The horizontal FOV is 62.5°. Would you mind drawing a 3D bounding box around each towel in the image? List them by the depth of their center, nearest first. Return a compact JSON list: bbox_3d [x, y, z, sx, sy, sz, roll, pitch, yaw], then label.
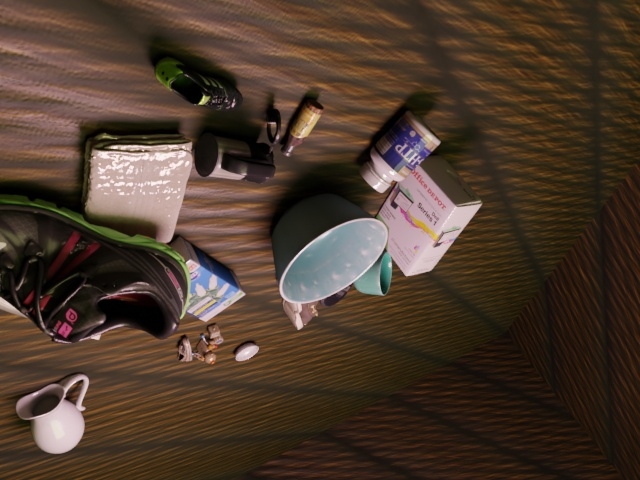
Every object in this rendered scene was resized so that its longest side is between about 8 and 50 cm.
[{"bbox_3d":[-0.352,-0.085,0.994,0.187,0.049,0.282,-8,142,-36],"label":"towel"}]

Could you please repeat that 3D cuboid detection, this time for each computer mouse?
[{"bbox_3d":[0.080,0.086,1.652,0.272,0.072,0.188,-50,147,3],"label":"computer mouse"}]

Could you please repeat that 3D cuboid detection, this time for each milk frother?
[{"bbox_3d":[-0.150,-0.187,1.013,0.134,0.129,0.143,1,93,-45],"label":"milk frother"}]

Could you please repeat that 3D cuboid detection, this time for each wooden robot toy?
[{"bbox_3d":[-0.327,0.330,1.587,0.076,0.079,0.173,-2,138,-42],"label":"wooden robot toy"}]

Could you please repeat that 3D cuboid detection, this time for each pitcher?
[{"bbox_3d":[-0.683,0.458,1.402,0.177,0.125,0.207,-33,143,-33],"label":"pitcher"}]

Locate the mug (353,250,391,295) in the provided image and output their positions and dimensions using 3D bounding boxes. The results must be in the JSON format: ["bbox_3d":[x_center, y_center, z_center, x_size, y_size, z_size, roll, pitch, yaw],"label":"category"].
[{"bbox_3d":[0.149,0.105,1.566,0.129,0.097,0.158,-50,139,-54],"label":"mug"}]

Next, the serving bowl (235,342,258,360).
[{"bbox_3d":[-0.251,0.368,1.768,0.083,0.027,0.083,-25,149,-16],"label":"serving bowl"}]

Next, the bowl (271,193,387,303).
[{"bbox_3d":[0.000,0.000,1.343,0.311,0.163,0.312,-24,149,-15],"label":"bowl"}]

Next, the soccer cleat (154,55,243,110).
[{"bbox_3d":[-0.196,-0.247,0.883,0.060,0.072,0.178,-47,148,22],"label":"soccer cleat"}]

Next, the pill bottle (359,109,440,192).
[{"bbox_3d":[0.186,-0.209,1.273,0.187,0.112,0.112,-46,148,20],"label":"pill bottle"}]

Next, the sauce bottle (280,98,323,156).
[{"bbox_3d":[-0.041,-0.230,1.090,0.042,0.042,0.128,0,134,-45],"label":"sauce bottle"}]

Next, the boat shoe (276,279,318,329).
[{"bbox_3d":[-0.058,0.170,1.589,0.096,0.117,0.324,-31,154,-15],"label":"boat shoe"}]

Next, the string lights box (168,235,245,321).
[{"bbox_3d":[-0.307,0.100,1.274,0.133,0.077,0.260,-35,150,5],"label":"string lights box"}]

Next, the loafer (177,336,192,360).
[{"bbox_3d":[-0.400,0.325,1.547,0.039,0.045,0.125,-14,148,-19],"label":"loafer"}]

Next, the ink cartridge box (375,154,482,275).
[{"bbox_3d":[0.286,-0.070,1.481,0.117,0.201,0.278,-9,142,-37],"label":"ink cartridge box"}]

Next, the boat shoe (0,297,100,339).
[{"bbox_3d":[-0.559,0.112,1.060,0.319,0.116,0.099,45,56,-53],"label":"boat shoe"}]

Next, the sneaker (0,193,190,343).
[{"bbox_3d":[-0.447,0.066,0.906,0.482,0.202,0.185,14,132,-31],"label":"sneaker"}]
